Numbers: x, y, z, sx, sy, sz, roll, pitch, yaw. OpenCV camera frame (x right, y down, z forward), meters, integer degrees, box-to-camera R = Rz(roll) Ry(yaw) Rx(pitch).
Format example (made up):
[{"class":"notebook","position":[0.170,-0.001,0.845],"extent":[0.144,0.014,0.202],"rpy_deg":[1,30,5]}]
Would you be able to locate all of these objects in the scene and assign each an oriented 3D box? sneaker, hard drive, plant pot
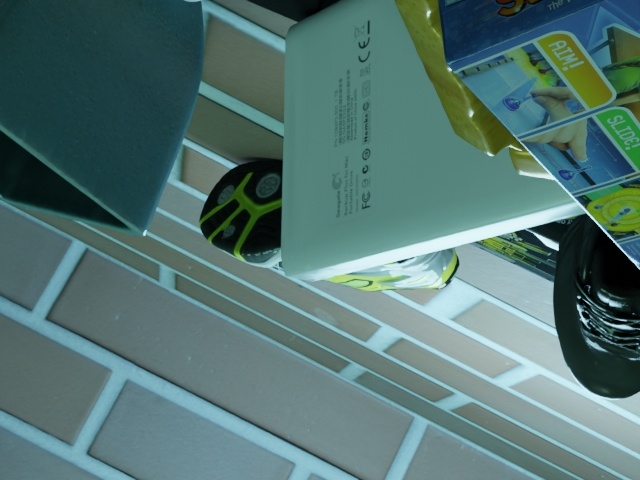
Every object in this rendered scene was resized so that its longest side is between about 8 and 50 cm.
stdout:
[{"class":"sneaker","position":[0.205,0.019,0.764],"extent":[0.109,0.130,0.286],"rpy_deg":[15,136,17]},{"class":"hard drive","position":[0.084,-0.097,0.760],"extent":[0.040,0.203,0.307],"rpy_deg":[13,161,-39]},{"class":"plant pot","position":[-0.252,-0.186,1.052],"extent":[0.247,0.252,0.248],"rpy_deg":[13,160,43]},{"class":"sneaker","position":[0.000,0.000,1.445],"extent":[0.385,0.145,0.147],"rpy_deg":[15,160,41]}]

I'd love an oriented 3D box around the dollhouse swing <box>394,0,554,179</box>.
[{"class":"dollhouse swing","position":[0.234,-0.133,0.403],"extent":[0.305,0.315,0.347],"rpy_deg":[39,172,32]}]

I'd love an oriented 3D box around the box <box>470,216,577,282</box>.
[{"class":"box","position":[0.259,0.000,1.005],"extent":[0.395,0.097,0.318],"rpy_deg":[25,180,6]}]

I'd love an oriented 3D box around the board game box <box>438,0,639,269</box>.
[{"class":"board game box","position":[0.152,-0.056,0.438],"extent":[0.136,0.035,0.201],"rpy_deg":[-19,148,27]}]

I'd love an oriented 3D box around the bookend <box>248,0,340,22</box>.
[{"class":"bookend","position":[-0.055,-0.246,0.869],"extent":[0.156,0.072,0.157],"rpy_deg":[24,165,11]}]
